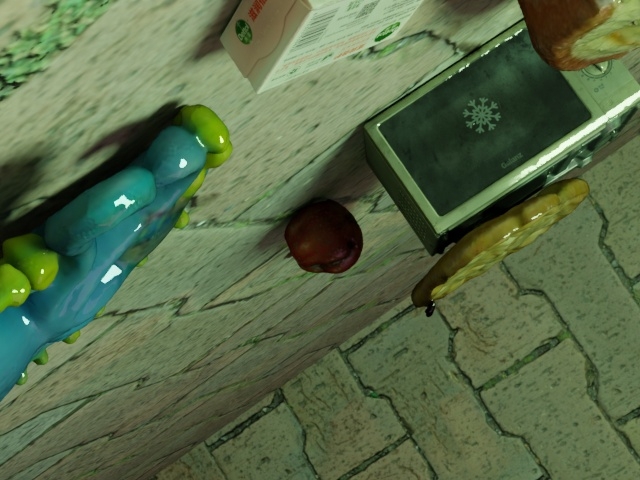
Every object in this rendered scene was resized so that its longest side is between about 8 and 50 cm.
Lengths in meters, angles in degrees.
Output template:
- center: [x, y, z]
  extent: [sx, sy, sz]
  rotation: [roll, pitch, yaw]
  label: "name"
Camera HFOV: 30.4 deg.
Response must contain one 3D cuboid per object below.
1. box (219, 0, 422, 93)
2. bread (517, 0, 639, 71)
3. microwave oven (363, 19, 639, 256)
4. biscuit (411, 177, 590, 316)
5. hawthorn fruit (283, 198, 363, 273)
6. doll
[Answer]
- center: [0.011, -0.146, 0.706]
  extent: [0.125, 0.043, 0.089]
  rotation: [-27, 169, -36]
  label: "box"
- center: [0.234, -0.211, 0.874]
  extent: [0.190, 0.123, 0.244]
  rotation: [-21, 173, 30]
  label: "bread"
- center: [0.180, -0.107, 1.194]
  extent: [0.240, 0.145, 0.194]
  rotation: [-34, 168, -2]
  label: "microwave oven"
- center: [0.173, 0.009, 1.204]
  extent: [0.203, 0.041, 0.260]
  rotation: [-34, 172, -22]
  label: "biscuit"
- center: [0.000, 0.000, 1.311]
  extent: [0.093, 0.093, 0.093]
  rotation: [-33, 171, -6]
  label: "hawthorn fruit"
- center: [-0.205, 0.031, 0.793]
  extent: [0.341, 0.099, 0.346]
  rotation: [-44, 180, -21]
  label: "doll"
